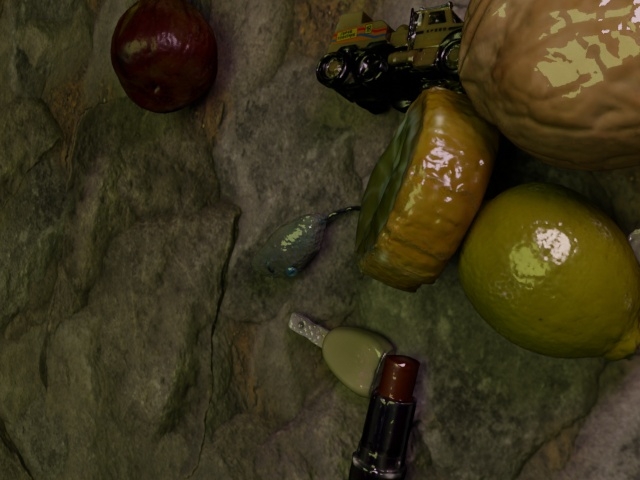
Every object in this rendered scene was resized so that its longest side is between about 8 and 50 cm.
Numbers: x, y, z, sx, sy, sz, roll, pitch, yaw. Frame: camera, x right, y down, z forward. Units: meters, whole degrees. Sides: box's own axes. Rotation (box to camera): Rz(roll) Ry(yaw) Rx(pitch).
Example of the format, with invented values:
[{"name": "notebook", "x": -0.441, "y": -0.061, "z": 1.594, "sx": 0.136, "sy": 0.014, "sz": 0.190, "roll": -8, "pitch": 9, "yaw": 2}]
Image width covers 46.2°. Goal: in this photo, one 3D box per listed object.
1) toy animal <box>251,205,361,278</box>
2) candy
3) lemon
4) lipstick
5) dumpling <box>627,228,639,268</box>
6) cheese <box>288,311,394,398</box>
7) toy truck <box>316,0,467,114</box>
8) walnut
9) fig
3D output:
[{"name": "toy animal", "x": 0.001, "y": -0.010, "z": 1.145, "sx": 0.253, "sy": 0.070, "sz": 0.079, "roll": -24, "pitch": 110, "yaw": 24}, {"name": "candy", "x": 0.128, "y": -0.061, "z": 0.928, "sx": 0.118, "sy": 0.260, "sz": 0.259, "roll": 19, "pitch": 106, "yaw": -7}, {"name": "lemon", "x": 0.262, "y": 0.038, "z": 0.853, "sx": 0.248, "sy": 0.184, "sz": 0.184, "roll": 46, "pitch": 117, "yaw": 22}, {"name": "lipstick", "x": 0.085, "y": 0.303, "z": 1.058, "sx": 0.081, "sy": 0.081, "sz": 0.299, "roll": 17, "pitch": 102, "yaw": 38}, {"name": "dumpling", "x": 0.385, "y": 0.017, "z": 0.843, "sx": 0.059, "sy": 0.043, "sz": 0.077, "roll": -32, "pitch": 66, "yaw": 11}, {"name": "cheese", "x": 0.023, "y": 0.159, "z": 1.133, "sx": 0.192, "sy": 0.037, "sz": 0.096, "roll": 27, "pitch": 105, "yaw": 35}, {"name": "toy truck", "x": 0.129, "y": -0.245, "z": 0.999, "sx": 0.257, "sy": 0.127, "sz": 0.127, "roll": 8, "pitch": 80, "yaw": 38}, {"name": "walnut", "x": 0.297, "y": -0.205, "z": 0.764, "sx": 0.313, "sy": 0.252, "sz": 0.276, "roll": -13, "pitch": 77, "yaw": 14}, {"name": "fig", "x": -0.290, "y": -0.368, "z": 1.302, "sx": 0.191, "sy": 0.191, "sz": 0.290, "roll": -36, "pitch": 69, "yaw": 33}]
